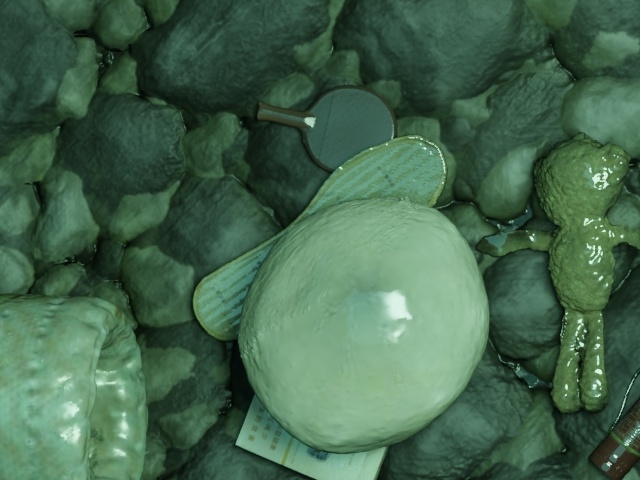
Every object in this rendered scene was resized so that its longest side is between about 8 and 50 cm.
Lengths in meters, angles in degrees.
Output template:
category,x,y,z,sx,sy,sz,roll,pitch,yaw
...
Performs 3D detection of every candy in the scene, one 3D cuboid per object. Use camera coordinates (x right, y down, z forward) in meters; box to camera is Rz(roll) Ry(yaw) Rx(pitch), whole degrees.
category,x,y,z,sx,sy,sz,roll,pitch,yaw
candy,0.045,0.086,1.629,0.295,0.185,0.295,-1,78,6

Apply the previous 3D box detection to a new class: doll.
category,x,y,z,sx,sy,sz,roll,pitch,yaw
doll,0.294,0.031,1.635,0.203,0.091,0.286,-38,62,40

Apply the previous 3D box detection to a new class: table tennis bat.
category,x,y,z,sx,sy,sz,roll,pitch,yaw
table tennis bat,-0.003,-0.140,1.707,0.170,0.119,0.107,13,86,13

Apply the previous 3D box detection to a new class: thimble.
category,x,y,z,sx,sy,sz,roll,pitch,yaw
thimble,-0.309,0.191,1.662,0.195,0.291,0.291,1,84,9

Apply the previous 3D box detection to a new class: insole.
category,x,y,z,sx,sy,sz,roll,pitch,yaw
insole,0.000,0.000,1.734,0.348,0.009,0.119,-34,90,8

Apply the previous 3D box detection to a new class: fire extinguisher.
category,x,y,z,sx,sy,sz,roll,pitch,yaw
fire extinguisher,0.353,0.186,1.626,0.157,0.045,0.078,-51,54,4

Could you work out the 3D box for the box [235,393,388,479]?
category,x,y,z,sx,sy,sz,roll,pitch,yaw
box,-0.006,0.224,1.713,0.167,0.024,0.090,21,88,14
